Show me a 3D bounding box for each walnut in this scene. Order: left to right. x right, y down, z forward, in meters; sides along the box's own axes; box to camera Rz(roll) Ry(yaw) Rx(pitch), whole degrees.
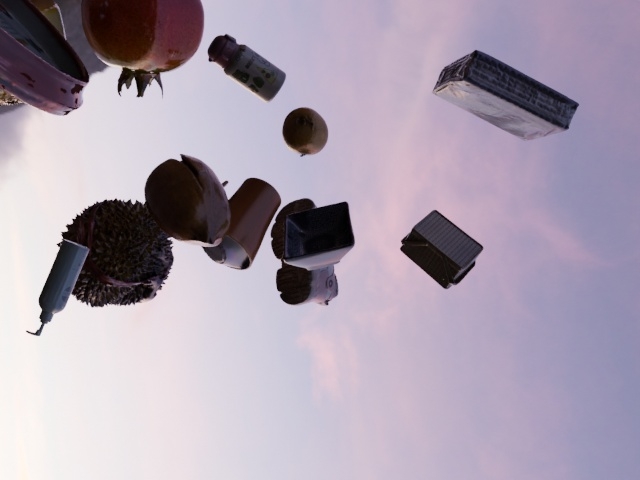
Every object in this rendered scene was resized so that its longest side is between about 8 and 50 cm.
[{"bbox_3d":[-0.336,-0.087,1.743,0.336,0.209,0.209,55,-49,43],"label":"walnut"}]

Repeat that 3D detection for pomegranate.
[{"bbox_3d":[-0.331,-0.391,1.238,0.221,0.220,0.257,27,-67,49],"label":"pomegranate"}]

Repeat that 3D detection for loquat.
[{"bbox_3d":[-0.044,-0.315,1.949,0.141,0.141,0.141,2,-88,53],"label":"loquat"}]

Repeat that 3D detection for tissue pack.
[{"bbox_3d":[0.235,-0.185,0.872,0.051,0.156,0.112,-66,-168,-3],"label":"tissue pack"}]

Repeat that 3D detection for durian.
[{"bbox_3d":[-0.605,0.044,2.001,0.384,0.347,0.347,-57,-133,20],"label":"durian"}]

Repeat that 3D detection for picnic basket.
[{"bbox_3d":[0.277,0.019,1.540,0.164,0.115,0.079,41,-42,14],"label":"picnic basket"}]

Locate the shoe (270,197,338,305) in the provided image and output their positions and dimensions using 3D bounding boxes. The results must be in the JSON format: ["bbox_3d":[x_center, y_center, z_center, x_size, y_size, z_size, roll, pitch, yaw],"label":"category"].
[{"bbox_3d":[-0.044,0.046,2.151,0.171,0.198,0.351,-7,-107,31],"label":"shoe"}]

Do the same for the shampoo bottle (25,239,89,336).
[{"bbox_3d":[-0.518,0.097,1.323,0.056,0.056,0.195,16,-96,51],"label":"shampoo bottle"}]

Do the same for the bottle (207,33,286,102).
[{"bbox_3d":[-0.240,-0.555,2.139,0.120,0.253,0.120,-45,-154,29],"label":"bottle"}]

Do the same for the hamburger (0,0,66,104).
[{"bbox_3d":[-0.557,-0.317,1.096,0.276,0.294,0.179,13,-67,8],"label":"hamburger"}]

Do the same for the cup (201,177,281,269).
[{"bbox_3d":[-0.248,-0.063,1.955,0.264,0.226,0.182,-60,-171,-31],"label":"cup"}]

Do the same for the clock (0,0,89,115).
[{"bbox_3d":[-0.400,-0.261,0.754,0.080,0.318,0.318,-43,-129,4],"label":"clock"}]

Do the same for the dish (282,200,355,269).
[{"bbox_3d":[0.000,0.000,1.734,0.243,0.181,0.080,-94,170,-62],"label":"dish"}]
